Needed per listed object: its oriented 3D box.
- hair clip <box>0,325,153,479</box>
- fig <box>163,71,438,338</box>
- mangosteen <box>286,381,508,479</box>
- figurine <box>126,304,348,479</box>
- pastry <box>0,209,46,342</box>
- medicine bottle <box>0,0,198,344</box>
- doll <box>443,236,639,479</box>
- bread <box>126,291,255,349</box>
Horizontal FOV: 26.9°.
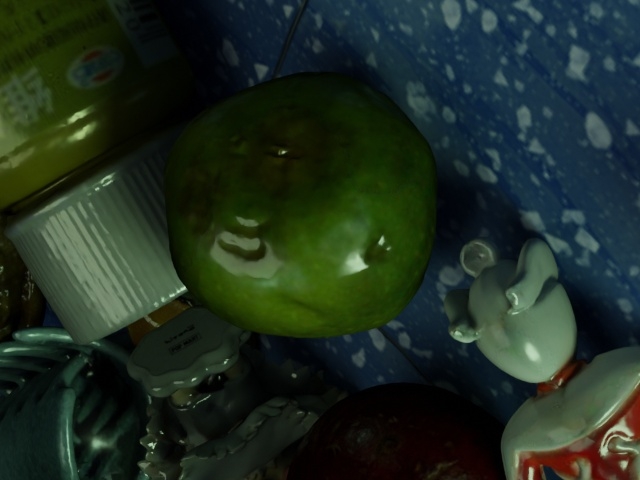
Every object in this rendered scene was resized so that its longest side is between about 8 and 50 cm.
[{"bbox_3d":[-0.266,0.231,1.397,0.318,0.392,0.239,-28,67,56],"label":"hair clip"},{"bbox_3d":[0.000,0.000,1.011,0.206,0.206,0.275,35,167,27],"label":"fig"},{"bbox_3d":[0.052,0.235,1.030,0.215,0.257,0.215,34,151,21],"label":"mangosteen"},{"bbox_3d":[-0.048,0.229,1.238,0.166,0.207,0.387,43,162,54],"label":"figurine"},{"bbox_3d":[-0.381,0.016,1.464,0.240,0.132,0.235,18,108,49],"label":"pastry"},{"bbox_3d":[-0.220,-0.123,1.107,0.224,0.224,0.384,-22,100,54],"label":"medicine bottle"},{"bbox_3d":[0.210,0.160,0.919,0.188,0.099,0.384,-35,88,23],"label":"doll"},{"bbox_3d":[-0.129,0.077,1.285,0.140,0.069,0.128,17,130,37],"label":"bread"}]
